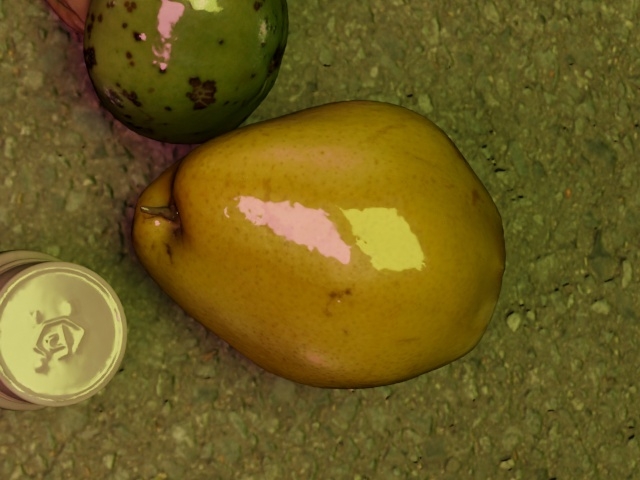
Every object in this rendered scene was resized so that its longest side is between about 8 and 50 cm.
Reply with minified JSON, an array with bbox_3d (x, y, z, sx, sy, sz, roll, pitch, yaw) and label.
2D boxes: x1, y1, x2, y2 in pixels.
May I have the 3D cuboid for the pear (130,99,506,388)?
[{"bbox_3d":[0.003,0.013,1.406,0.336,0.285,0.285,-14,94,-12],"label":"pear"}]

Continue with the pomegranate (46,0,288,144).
[{"bbox_3d":[-0.153,-0.199,1.392,0.247,0.214,0.214,21,76,13],"label":"pomegranate"}]

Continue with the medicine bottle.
[{"bbox_3d":[-0.255,0.077,1.290,0.139,0.237,0.139,0,90,-26],"label":"medicine bottle"}]
